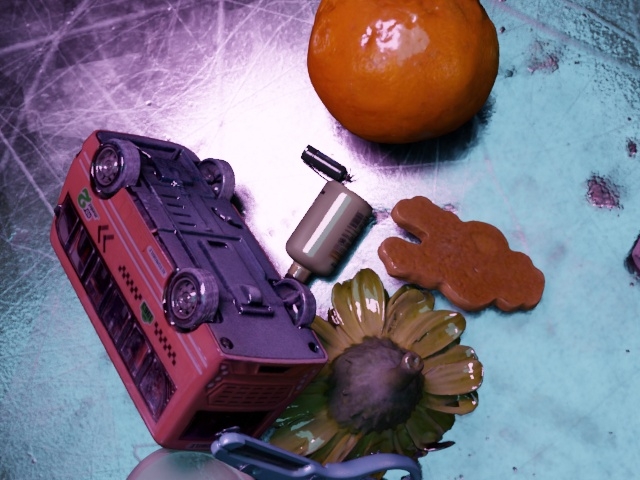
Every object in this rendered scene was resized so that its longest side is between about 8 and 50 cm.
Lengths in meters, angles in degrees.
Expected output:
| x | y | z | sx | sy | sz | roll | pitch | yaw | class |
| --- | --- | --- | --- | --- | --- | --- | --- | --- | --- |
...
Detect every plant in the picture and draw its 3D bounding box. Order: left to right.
| x | y | z | sx | sy | sz | roll | pitch | yaw | class |
| --- | --- | --- | --- | --- | --- | --- | --- | --- | --- |
| 0.095 | 0.202 | 1.760 | 0.261 | 0.297 | 0.306 | 47 | 66 | -32 | plant |

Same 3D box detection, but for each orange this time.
| x | y | z | sx | sy | sz | roll | pitch | yaw | class |
| --- | --- | --- | --- | --- | --- | --- | --- | --- | --- |
| 0.111 | -0.250 | 1.799 | 0.261 | 0.261 | 0.261 | -1 | 82 | 5 | orange |

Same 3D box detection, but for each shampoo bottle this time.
| x | y | z | sx | sy | sz | roll | pitch | yaw | class |
| --- | --- | --- | --- | --- | --- | --- | --- | --- | --- |
| 0.000 | 0.000 | 1.863 | 0.079 | 0.079 | 0.162 | 34 | 87 | 9 | shampoo bottle |

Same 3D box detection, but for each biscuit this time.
| x | y | z | sx | sy | sz | roll | pitch | yaw | class |
| --- | --- | --- | --- | --- | --- | --- | --- | --- | --- |
| 0.197 | 0.027 | 1.832 | 0.236 | 0.040 | 0.144 | 25 | 60 | -7 | biscuit |

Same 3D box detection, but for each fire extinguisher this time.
| x | y | z | sx | sy | sz | roll | pitch | yaw | class |
| --- | --- | --- | --- | --- | --- | --- | --- | --- | --- |
| 0.011 | -0.104 | 1.905 | 0.083 | 0.025 | 0.038 | 31 | 124 | 9 | fire extinguisher |

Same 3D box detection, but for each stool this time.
| x | y | z | sx | sy | sz | roll | pitch | yaw | class |
| --- | --- | --- | --- | --- | --- | --- | --- | --- | --- |
| -0.155 | 0.368 | 1.771 | 0.195 | 0.199 | 0.195 | 31 | 85 | 11 | stool |

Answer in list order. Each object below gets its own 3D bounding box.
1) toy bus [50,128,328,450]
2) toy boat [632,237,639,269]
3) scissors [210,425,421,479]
| x | y | z | sx | sy | sz | roll | pitch | yaw | class |
| --- | --- | --- | --- | --- | --- | --- | --- | --- | --- |
| -0.187 | 0.057 | 1.738 | 0.233 | 0.203 | 0.427 | -54 | 51 | 25 | toy bus |
| 0.574 | -0.006 | 1.814 | 0.282 | 0.096 | 0.206 | -35 | 66 | -9 | toy boat |
| -0.010 | 0.301 | 1.687 | 0.180 | 0.393 | 0.032 | -37 | 53 | 15 | scissors |
